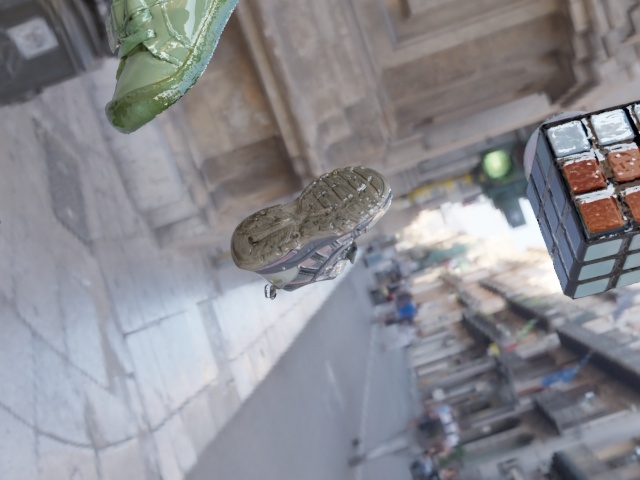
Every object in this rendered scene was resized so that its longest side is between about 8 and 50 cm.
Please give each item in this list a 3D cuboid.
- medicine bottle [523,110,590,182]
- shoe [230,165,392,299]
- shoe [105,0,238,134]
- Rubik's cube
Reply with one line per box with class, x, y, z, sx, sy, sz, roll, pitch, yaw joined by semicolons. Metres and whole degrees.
medicine bottle;0.382;-0.076;1.462;0.254;0.152;0.152;27;41;-56
shoe;0.000;0.000;1.108;0.089;0.180;0.092;61;-2;45
shoe;-0.177;-0.235;1.184;0.128;0.262;0.140;33;-23;-9
Rubik's cube;0.341;-0.048;1.217;0.162;0.163;0.160;75;1;-63
